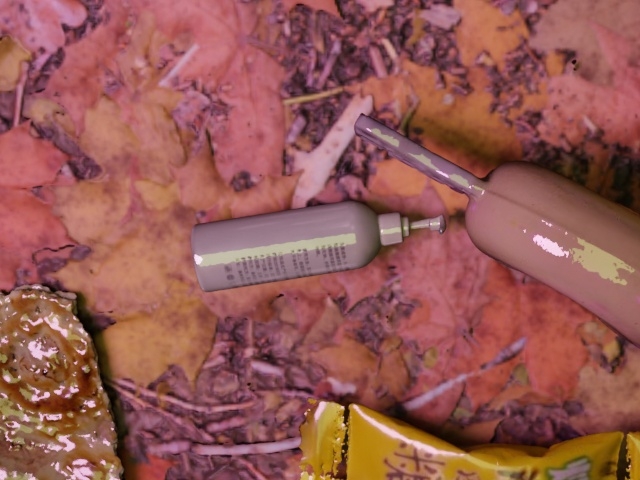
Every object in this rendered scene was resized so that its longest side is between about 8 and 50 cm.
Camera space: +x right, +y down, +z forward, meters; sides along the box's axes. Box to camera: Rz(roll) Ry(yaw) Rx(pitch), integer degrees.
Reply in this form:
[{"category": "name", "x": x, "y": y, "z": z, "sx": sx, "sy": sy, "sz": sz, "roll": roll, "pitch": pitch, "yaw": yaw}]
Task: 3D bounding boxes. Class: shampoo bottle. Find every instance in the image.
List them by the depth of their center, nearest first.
[{"category": "shampoo bottle", "x": 0.000, "y": 0.000, "z": 0.970, "sx": 0.195, "sy": 0.056, "sz": 0.056, "roll": -8, "pitch": 103, "yaw": 4}]

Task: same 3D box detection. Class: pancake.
[{"category": "pancake", "x": -0.267, "y": 0.114, "z": 1.014, "sx": 0.376, "sy": 0.054, "sz": 0.197, "roll": 41, "pitch": 102, "yaw": -8}]

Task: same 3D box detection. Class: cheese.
[{"category": "cheese", "x": 0.151, "y": -0.017, "z": 0.913, "sx": 0.286, "sy": 0.163, "sz": 0.082, "roll": 31, "pitch": 90, "yaw": 4}]

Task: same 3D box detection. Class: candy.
[{"category": "candy", "x": 0.127, "y": 0.226, "z": 1.004, "sx": 0.297, "sy": 0.081, "sz": 0.187, "roll": 3, "pitch": 102, "yaw": 3}]
